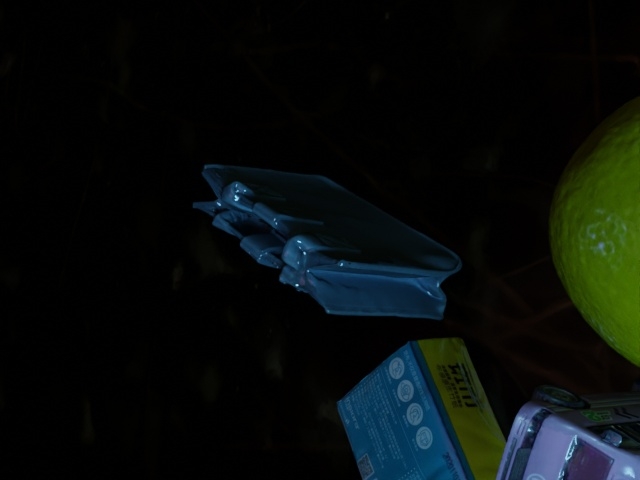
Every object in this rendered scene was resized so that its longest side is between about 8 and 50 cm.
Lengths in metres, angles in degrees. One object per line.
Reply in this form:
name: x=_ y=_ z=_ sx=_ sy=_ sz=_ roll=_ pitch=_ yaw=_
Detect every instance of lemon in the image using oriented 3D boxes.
lemon: x=0.248 y=0.003 z=0.729 sx=0.248 sy=0.184 sz=0.184 roll=52 pitch=125 yaw=41

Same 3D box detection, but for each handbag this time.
handbag: x=0.000 y=0.000 z=1.039 sx=0.229 sy=0.179 sz=0.062 roll=34 pitch=112 yaw=46

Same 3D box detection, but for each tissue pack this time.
tissue pack: x=0.096 y=0.181 z=0.971 sx=0.120 sy=0.082 sz=0.169 roll=-46 pitch=52 yaw=37

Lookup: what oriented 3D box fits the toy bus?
toy bus: x=0.207 y=0.154 z=0.745 sx=0.108 sy=0.199 sz=0.096 roll=27 pitch=108 yaw=46
